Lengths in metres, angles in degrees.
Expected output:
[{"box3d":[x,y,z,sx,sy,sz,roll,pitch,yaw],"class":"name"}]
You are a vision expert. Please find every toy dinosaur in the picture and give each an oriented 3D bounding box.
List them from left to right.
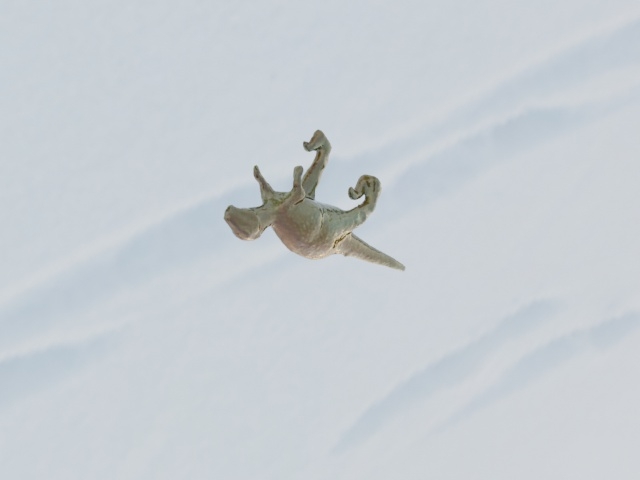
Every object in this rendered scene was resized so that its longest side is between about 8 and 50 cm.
[{"box3d":[0.000,0.000,1.280,0.126,0.039,0.162,-51,125,-34],"class":"toy dinosaur"}]
